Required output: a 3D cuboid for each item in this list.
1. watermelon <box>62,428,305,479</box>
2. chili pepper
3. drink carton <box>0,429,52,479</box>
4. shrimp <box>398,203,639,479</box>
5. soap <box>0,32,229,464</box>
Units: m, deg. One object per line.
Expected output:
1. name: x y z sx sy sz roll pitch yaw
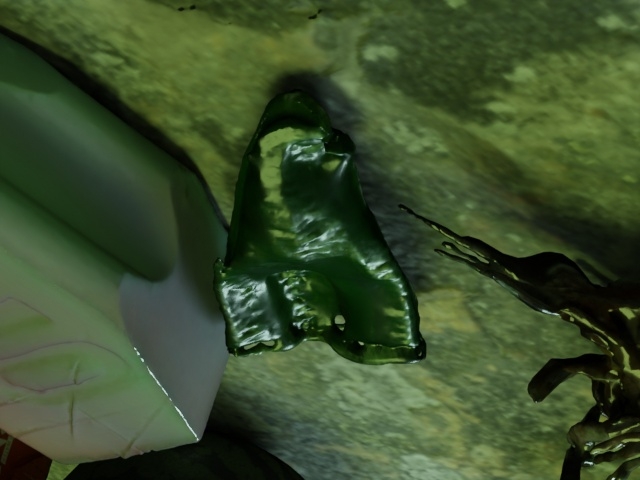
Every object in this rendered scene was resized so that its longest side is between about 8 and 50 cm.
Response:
1. watermelon: -0.090 0.222 1.202 0.212 0.212 0.212 12 149 7
2. chili pepper: 0.000 0.003 0.944 0.108 0.062 0.216 1 147 4
3. drink carton: -0.287 0.118 1.253 0.096 0.071 0.223 -9 141 34
4. shrimp: 0.179 0.082 0.937 0.343 0.116 0.145 30 123 -18
5. soap: -0.181 -0.010 0.958 0.193 0.109 0.324 -16 137 41
